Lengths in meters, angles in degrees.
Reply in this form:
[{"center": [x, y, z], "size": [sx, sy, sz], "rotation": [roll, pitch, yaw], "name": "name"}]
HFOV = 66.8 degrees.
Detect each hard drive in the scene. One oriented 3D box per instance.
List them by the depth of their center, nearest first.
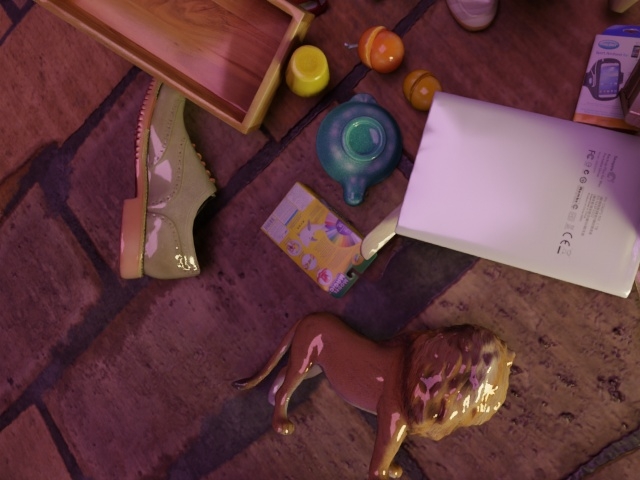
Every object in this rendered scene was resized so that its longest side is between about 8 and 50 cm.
[{"center": [0.277, -0.065, 0.655], "size": [0.307, 0.040, 0.203], "rotation": [16, 94, 11], "name": "hard drive"}]

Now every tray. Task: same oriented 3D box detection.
[{"center": [-0.236, -0.366, 0.757], "size": [0.411, 0.076, 0.203], "rotation": [32, 116, -1], "name": "tray"}]

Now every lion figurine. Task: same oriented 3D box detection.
[{"center": [0.057, 0.190, 0.710], "size": [0.392, 0.142, 0.240], "rotation": [18, 87, 25], "name": "lion figurine"}]

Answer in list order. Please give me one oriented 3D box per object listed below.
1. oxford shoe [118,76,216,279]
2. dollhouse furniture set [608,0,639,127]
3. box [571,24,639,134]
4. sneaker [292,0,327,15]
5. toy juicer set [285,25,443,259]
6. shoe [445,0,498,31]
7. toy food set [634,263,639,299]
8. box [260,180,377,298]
[{"center": [-0.258, -0.124, 0.863], "size": [0.146, 0.140, 0.397], "rotation": [7, 82, -16], "name": "oxford shoe"}, {"center": [0.253, -0.267, 0.555], "size": [0.355, 0.303, 0.174], "rotation": [22, 127, 13], "name": "dollhouse furniture set"}, {"center": [0.397, -0.216, 0.649], "size": [0.081, 0.028, 0.136], "rotation": [16, 91, 21], "name": "box"}, {"center": [-0.099, -0.433, 0.826], "size": [0.221, 0.087, 0.128], "rotation": [-5, 78, 9], "name": "sneaker"}, {"center": [0.095, -0.161, 0.744], "size": [0.209, 0.089, 0.329], "rotation": [-23, 93, -2], "name": "toy juicer set"}, {"center": [0.209, -0.415, 0.709], "size": [0.076, 0.058, 0.219], "rotation": [-12, 84, 20], "name": "shoe"}, {"center": [0.501, 0.073, 0.600], "size": [0.192, 0.038, 0.132], "rotation": [-10, 78, 26], "name": "toy food set"}, {"center": [0.000, 0.000, 0.786], "size": [0.179, 0.043, 0.105], "rotation": [44, 103, 19], "name": "box"}]
